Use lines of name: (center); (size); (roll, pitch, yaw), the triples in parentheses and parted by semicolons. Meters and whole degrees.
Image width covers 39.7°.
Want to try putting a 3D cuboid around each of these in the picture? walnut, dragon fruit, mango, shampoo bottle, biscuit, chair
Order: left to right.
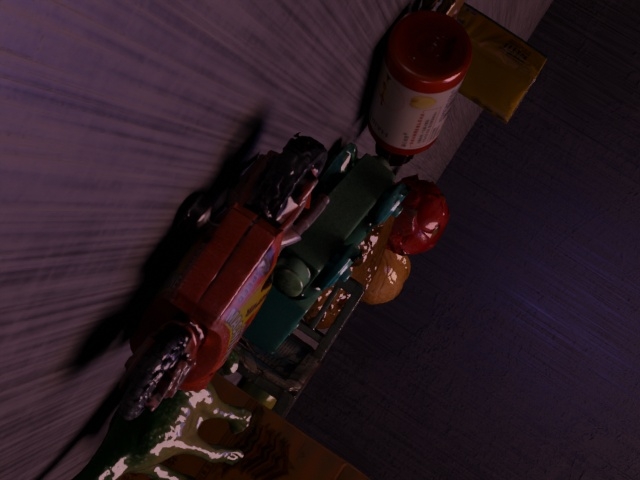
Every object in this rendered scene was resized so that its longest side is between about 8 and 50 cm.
mango: (-0.095, 0.275, 1.768); (0.191, 0.085, 0.122); (-42, 160, -59)
chair: (-0.068, 0.158, 1.276); (0.270, 0.136, 0.147); (-58, 174, 20)
biscuit: (0.055, 0.019, 1.503); (0.296, 0.075, 0.296); (-50, 154, -35)
walnut: (0.131, 0.064, 2.074); (0.159, 0.159, 0.207); (-52, 164, -29)
dragon fruit: (0.194, -0.054, 1.939); (0.209, 0.172, 0.172); (-38, 165, -24)
shampoo bottle: (0.120, -0.182, 1.177); (0.104, 0.104, 0.278); (-54, 171, -20)

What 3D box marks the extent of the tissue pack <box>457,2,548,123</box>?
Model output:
tissue pack: (0.267, -0.286, 1.441); (0.082, 0.169, 0.120); (-49, 170, -31)

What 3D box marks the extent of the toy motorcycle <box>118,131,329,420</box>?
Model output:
toy motorcycle: (-0.091, 0.033, 0.808); (0.298, 0.089, 0.171); (-56, 173, -14)

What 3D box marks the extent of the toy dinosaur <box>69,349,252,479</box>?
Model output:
toy dinosaur: (-0.199, 0.162, 0.884); (0.301, 0.087, 0.447); (29, 69, -44)

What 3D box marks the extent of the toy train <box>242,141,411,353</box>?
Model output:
toy train: (0.000, 0.000, 1.172); (0.298, 0.120, 0.194); (-48, 176, -47)

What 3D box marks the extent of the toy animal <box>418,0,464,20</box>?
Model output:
toy animal: (0.196, -0.370, 1.095); (0.275, 0.054, 0.149); (-63, 173, 34)

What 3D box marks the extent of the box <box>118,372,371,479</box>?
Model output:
box: (-0.100, 0.276, 1.037); (0.174, 0.274, 0.076); (-56, 175, -11)
